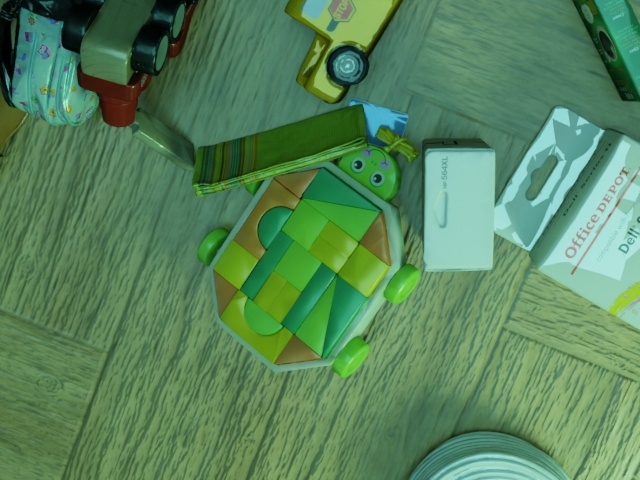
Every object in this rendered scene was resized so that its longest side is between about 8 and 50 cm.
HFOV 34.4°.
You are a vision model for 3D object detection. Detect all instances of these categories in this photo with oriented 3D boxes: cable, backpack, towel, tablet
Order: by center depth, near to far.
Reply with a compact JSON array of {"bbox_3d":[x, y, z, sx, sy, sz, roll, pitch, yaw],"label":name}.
[{"bbox_3d":[-0.343,-0.241,1.346,0.115,0.152,0.181,23,114,16],"label":"backpack"},{"bbox_3d":[-0.055,-0.124,1.361,0.237,0.102,0.021,-15,130,9],"label":"towel"},{"bbox_3d":[0.073,-0.156,1.392,0.083,0.006,0.054,17,100,1],"label":"tablet"},{"bbox_3d":[0.234,0.398,1.427,0.257,0.089,0.257,-44,93,10],"label":"cable"}]

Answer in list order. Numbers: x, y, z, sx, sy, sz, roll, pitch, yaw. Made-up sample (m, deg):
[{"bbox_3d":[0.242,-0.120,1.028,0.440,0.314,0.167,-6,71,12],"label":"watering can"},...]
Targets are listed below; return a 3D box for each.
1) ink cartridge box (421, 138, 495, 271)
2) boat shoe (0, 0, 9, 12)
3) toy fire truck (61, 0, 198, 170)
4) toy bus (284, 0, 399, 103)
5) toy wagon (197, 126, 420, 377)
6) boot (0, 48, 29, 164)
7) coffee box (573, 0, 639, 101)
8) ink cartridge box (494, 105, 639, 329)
[{"bbox_3d":[0.170,-0.050,1.301,0.086,0.203,0.148,0,100,4],"label":"ink cartridge box"},{"bbox_3d":[-0.495,-0.279,1.368,0.122,0.110,0.341,21,101,1],"label":"boat shoe"},{"bbox_3d":[-0.218,-0.227,1.337,0.159,0.217,0.246,16,142,2],"label":"toy fire truck"},{"bbox_3d":[0.061,-0.340,1.310,0.130,0.108,0.332,32,100,-1],"label":"toy bus"},{"bbox_3d":[0.000,0.000,1.350,0.267,0.068,0.344,38,101,19],"label":"toy wagon"},{"bbox_3d":[-0.449,-0.157,1.363,0.073,0.152,0.197,18,100,2],"label":"boot"},{"bbox_3d":[0.370,-0.262,1.296,0.040,0.113,0.184,-27,95,6],"label":"coffee box"},{"bbox_3d":[0.412,-0.005,1.330,0.354,0.119,0.207,30,101,0],"label":"ink cartridge box"}]
